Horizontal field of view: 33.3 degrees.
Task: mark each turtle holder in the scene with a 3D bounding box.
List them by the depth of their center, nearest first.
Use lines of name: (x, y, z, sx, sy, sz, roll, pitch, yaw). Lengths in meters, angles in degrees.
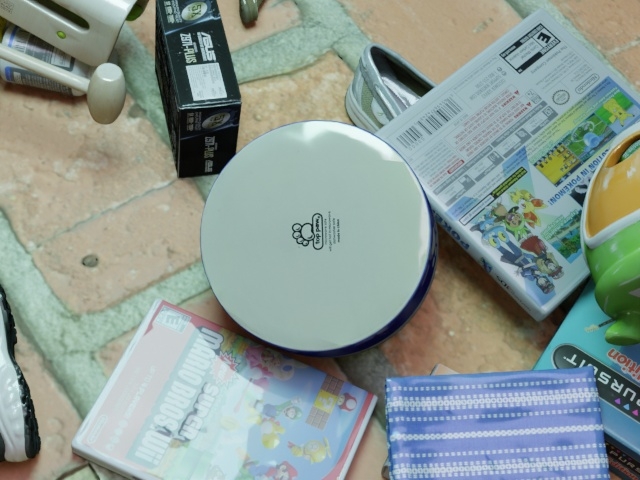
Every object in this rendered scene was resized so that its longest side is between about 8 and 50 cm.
turtle holder: (0.441, -0.015, 1.185, 0.320, 0.243, 0.227, -2, 63, -14)

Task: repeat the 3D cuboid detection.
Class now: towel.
towel: (0.196, 0.301, 1.129, 0.243, 0.040, 0.336, -3, 70, -3)

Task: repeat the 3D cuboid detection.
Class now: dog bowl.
dog bowl: (0.000, 0.000, 1.222, 0.265, 0.104, 0.265, -1, 81, 9)

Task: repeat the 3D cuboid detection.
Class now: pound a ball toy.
pound a ball toy: (-0.335, -0.311, 1.285, 0.319, 0.136, 0.208, 29, 48, -7)

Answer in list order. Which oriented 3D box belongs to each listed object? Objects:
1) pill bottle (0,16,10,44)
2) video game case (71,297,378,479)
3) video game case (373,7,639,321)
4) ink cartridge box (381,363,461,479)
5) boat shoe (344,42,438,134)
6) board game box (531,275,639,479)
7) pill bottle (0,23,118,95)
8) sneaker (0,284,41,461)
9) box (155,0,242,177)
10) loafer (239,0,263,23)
pill bottle: (-0.463, -0.250, 1.352, 0.117, 0.117, 0.208, 8, 59, -5)
video game case: (-0.102, 0.204, 1.194, 0.285, 0.025, 0.204, 24, 58, 5)
video game case: (0.272, -0.106, 1.330, 0.329, 0.036, 0.300, -38, 76, -23)
ink cartridge box: (0.178, 0.242, 1.206, 0.179, 0.045, 0.145, 26, 59, 10)
boat shoe: (0.166, -0.131, 1.391, 0.118, 0.103, 0.320, -38, 72, -26)
board game box: (0.422, 0.130, 1.291, 0.253, 0.079, 0.336, 33, 60, 11)
pill bottle: (-0.337, -0.230, 1.384, 0.137, 0.078, 0.078, 12, 58, -2)
sneaker: (-0.381, 0.117, 1.160, 0.108, 0.100, 0.271, -14, 63, -11)
box: (-0.157, -0.196, 1.352, 0.077, 0.147, 0.180, -8, 60, -14)
loafer: (-0.090, -0.369, 1.520, 0.050, 0.056, 0.148, 2, 59, -1)
